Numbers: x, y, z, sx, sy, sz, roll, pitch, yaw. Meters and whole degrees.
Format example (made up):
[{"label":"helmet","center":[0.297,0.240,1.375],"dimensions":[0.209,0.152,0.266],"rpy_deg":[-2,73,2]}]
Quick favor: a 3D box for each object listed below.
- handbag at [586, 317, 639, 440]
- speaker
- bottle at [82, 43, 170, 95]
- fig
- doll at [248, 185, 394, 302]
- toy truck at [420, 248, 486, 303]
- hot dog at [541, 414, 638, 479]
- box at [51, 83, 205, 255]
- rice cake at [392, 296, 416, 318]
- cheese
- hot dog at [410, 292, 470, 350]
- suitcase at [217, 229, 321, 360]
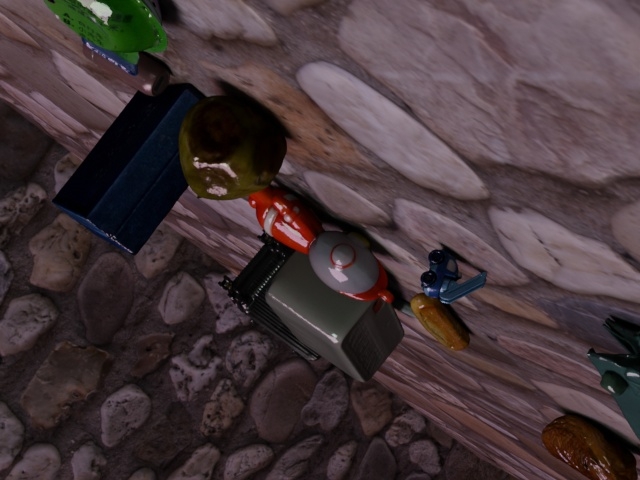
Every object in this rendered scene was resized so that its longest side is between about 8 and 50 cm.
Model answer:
[{"label":"handbag","center":[0.481,0.229,1.168],"dimensions":[0.269,0.100,0.274],"rpy_deg":[25,167,48]},{"label":"speaker","center":[0.043,0.152,1.965],"dimensions":[0.184,0.183,0.406],"rpy_deg":[38,172,21]},{"label":"bottle","center":[-0.299,-0.273,1.460],"dimensions":[0.140,0.053,0.053],"rpy_deg":[31,170,14]},{"label":"fig","center":[-0.132,-0.125,1.366],"dimensions":[0.165,0.154,0.144],"rpy_deg":[-47,56,47]},{"label":"doll","center":[0.000,0.000,1.686],"dimensions":[0.336,0.105,0.200],"rpy_deg":[40,171,16]},{"label":"toy truck","center":[0.195,0.056,1.391],"dimensions":[0.090,0.073,0.056],"rpy_deg":[18,167,12]},{"label":"hot dog","center":[0.545,0.429,1.924],"dimensions":[0.160,0.099,0.227],"rpy_deg":[40,170,-28]},{"label":"box","center":[-0.300,-0.124,1.564],"dimensions":[0.116,0.261,0.279],"rpy_deg":[42,168,-26]},{"label":"rice cake","center":[0.184,0.143,1.965],"dimensions":[0.021,0.022,0.121],"rpy_deg":[43,167,-36]},{"label":"cheese","center":[-0.280,-0.292,1.217],"dimensions":[0.204,0.083,0.320],"rpy_deg":[33,168,-1]},{"label":"hot dog","center":[0.223,0.149,1.793],"dimensions":[0.066,0.047,0.216],"rpy_deg":[-14,146,25]},{"label":"suitcase","center":[-0.068,0.130,2.230],"dimensions":[0.312,0.202,0.128],"rpy_deg":[40,179,-31]}]
